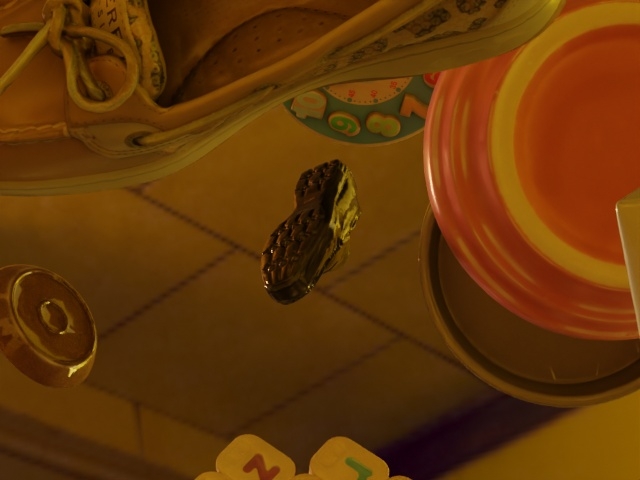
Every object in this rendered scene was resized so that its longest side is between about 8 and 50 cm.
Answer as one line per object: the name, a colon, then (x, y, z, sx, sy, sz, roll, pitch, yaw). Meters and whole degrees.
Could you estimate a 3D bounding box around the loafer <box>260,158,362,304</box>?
loafer: (0.000, 0.000, 1.495, 0.076, 0.223, 0.078, -21, 113, 24)

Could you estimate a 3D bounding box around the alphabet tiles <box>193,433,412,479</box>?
alphabet tiles: (-0.012, 0.299, 1.370, 0.284, 0.278, 0.021, -42, 154, -38)

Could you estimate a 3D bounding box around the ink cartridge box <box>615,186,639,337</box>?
ink cartridge box: (0.223, 0.068, 0.619, 0.154, 0.212, 0.093, -3, -165, 37)

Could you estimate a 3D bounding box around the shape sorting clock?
shape sorting clock: (0.043, -0.185, 1.531, 0.206, 0.040, 0.206, 4, 121, 7)

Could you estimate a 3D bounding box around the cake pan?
cake pan: (0.245, 0.018, 1.526, 0.293, 0.293, 0.054, -14, 177, 3)

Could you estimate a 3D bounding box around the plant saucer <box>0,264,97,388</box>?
plant saucer: (-0.327, 0.097, 1.830, 0.029, 0.168, 0.168, -35, 139, 29)

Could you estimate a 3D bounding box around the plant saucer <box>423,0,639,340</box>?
plant saucer: (0.259, -0.079, 1.335, 0.332, 0.332, 0.084, -5, 176, -9)

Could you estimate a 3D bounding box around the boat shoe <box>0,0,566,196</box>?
boat shoe: (-0.041, -0.097, 0.611, 0.285, 0.104, 0.089, -19, 165, 4)
